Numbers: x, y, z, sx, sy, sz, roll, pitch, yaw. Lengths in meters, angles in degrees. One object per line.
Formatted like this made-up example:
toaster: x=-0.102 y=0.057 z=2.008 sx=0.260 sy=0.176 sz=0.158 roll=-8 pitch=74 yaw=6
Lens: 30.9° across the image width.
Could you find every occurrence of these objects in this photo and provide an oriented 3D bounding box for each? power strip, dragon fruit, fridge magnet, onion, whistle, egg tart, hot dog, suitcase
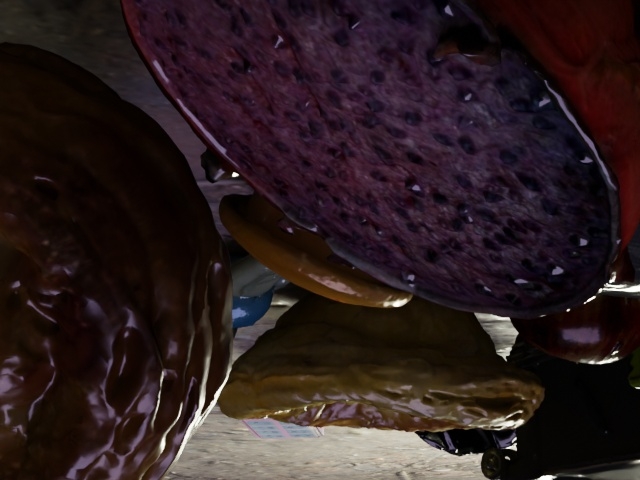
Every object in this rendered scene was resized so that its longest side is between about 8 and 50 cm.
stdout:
power strip: x=-0.060 y=0.265 z=1.749 sx=0.109 sy=0.037 sz=0.279 roll=-2 pitch=163 yaw=5
dragon fruit: x=0.044 y=-0.089 z=0.452 sx=0.224 sy=0.148 sz=0.218 roll=10 pitch=147 yaw=47
fridge magnet: x=0.000 y=0.000 z=0.771 sx=0.143 sy=0.063 sz=0.143 roll=27 pitch=-170 yaw=-5
onion: x=0.198 y=0.041 z=0.895 sx=0.119 sy=0.118 sz=0.117 roll=12 pitch=180 yaw=-36
whistle: x=-0.083 y=0.051 z=0.990 sx=0.114 sy=0.077 sz=0.236 roll=-12 pitch=169 yaw=-35
egg tart: x=0.055 y=0.113 z=1.091 sx=0.319 sy=0.128 sz=0.319 roll=3 pitch=167 yaw=1
hot dog: x=-0.198 y=0.028 z=0.617 sx=0.174 sy=0.267 sz=0.387 roll=-36 pitch=-169 yaw=-28
suitcase: x=0.388 y=0.150 z=1.116 sx=0.283 sy=0.194 sz=0.434 roll=12 pitch=159 yaw=-34

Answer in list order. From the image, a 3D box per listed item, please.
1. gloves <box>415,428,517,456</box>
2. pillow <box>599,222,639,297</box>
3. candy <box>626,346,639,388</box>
gloves: x=0.176 y=0.187 z=1.379 sx=0.164 sy=0.124 sz=0.203 roll=-25 pitch=137 yaw=6
pillow: x=0.193 y=-0.009 z=0.764 sx=0.335 sy=0.092 sz=0.161 roll=7 pitch=171 yaw=-24
candy: x=0.352 y=0.033 z=0.886 sx=0.246 sy=0.149 sz=0.069 roll=-11 pitch=123 yaw=27
